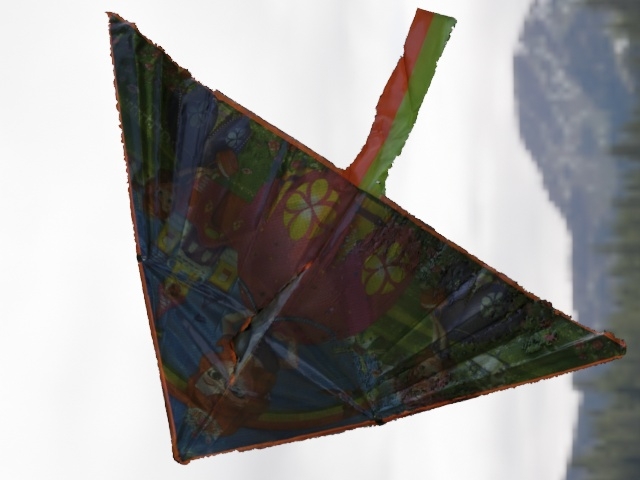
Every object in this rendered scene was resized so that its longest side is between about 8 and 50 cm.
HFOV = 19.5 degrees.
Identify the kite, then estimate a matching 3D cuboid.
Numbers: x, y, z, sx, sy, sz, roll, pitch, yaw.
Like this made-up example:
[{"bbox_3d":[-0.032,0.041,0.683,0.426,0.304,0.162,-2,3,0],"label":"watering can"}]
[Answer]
[{"bbox_3d":[0.000,0.000,0.563,0.159,0.190,0.010,-55,-4,-2],"label":"kite"}]
